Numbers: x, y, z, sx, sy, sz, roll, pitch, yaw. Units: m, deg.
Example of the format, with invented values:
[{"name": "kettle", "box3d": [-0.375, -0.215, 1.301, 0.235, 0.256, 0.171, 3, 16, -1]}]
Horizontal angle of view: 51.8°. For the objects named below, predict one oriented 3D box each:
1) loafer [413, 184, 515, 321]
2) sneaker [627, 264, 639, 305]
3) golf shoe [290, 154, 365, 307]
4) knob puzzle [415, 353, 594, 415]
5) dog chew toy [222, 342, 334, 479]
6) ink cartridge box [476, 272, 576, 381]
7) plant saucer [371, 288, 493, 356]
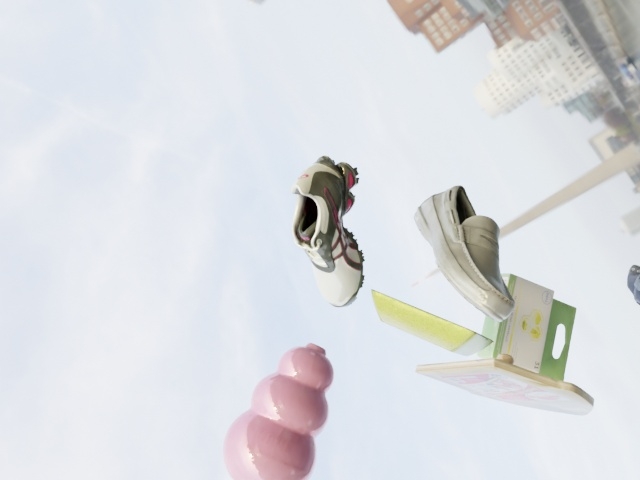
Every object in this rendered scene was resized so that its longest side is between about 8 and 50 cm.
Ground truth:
[{"name": "loafer", "box3d": [0.247, 0.007, 1.095, 0.112, 0.111, 0.319, 35, -160, -31]}, {"name": "sneaker", "box3d": [0.754, 0.054, 1.403, 0.086, 0.226, 0.163, 24, -170, -20]}, {"name": "golf shoe", "box3d": [0.000, 0.000, 1.090, 0.120, 0.105, 0.272, -33, -55, -44]}, {"name": "knob puzzle", "box3d": [0.241, 0.172, 0.800, 0.213, 0.213, 0.030, 33, -115, -39]}, {"name": "dog chew toy", "box3d": [-0.074, 0.383, 1.442, 0.207, 0.207, 0.331, 34, -105, -37]}, {"name": "ink cartridge box", "box3d": [0.430, 0.180, 1.311, 0.235, 0.056, 0.171, 20, -103, -22]}, {"name": "plant saucer", "box3d": [0.188, 0.150, 1.132, 0.188, 0.045, 0.188, 21, 177, 26]}]
